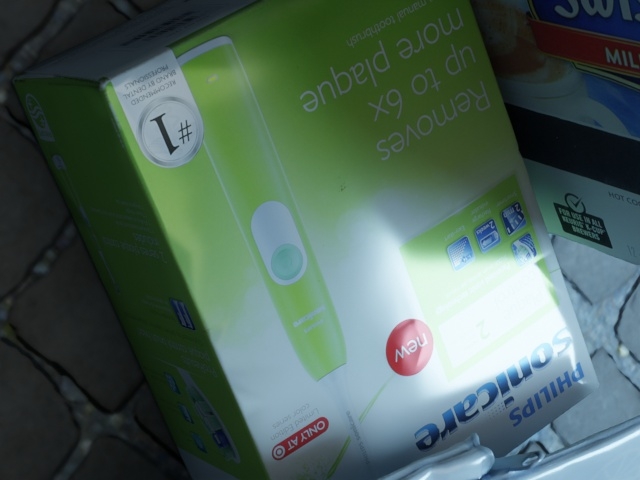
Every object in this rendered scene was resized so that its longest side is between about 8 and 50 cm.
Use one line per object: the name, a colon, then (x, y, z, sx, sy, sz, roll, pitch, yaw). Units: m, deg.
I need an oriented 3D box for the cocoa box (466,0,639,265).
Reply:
cocoa box: (0.227, -0.129, 0.737, 0.231, 0.347, 0.228, -38, 126, -22)

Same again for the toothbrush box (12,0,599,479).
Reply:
toothbrush box: (0.000, 0.000, 0.764, 0.206, 0.122, 0.283, -30, 112, -25)

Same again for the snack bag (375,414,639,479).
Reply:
snack bag: (0.054, 0.221, 0.787, 0.343, 0.037, 0.323, -17, 137, -30)
